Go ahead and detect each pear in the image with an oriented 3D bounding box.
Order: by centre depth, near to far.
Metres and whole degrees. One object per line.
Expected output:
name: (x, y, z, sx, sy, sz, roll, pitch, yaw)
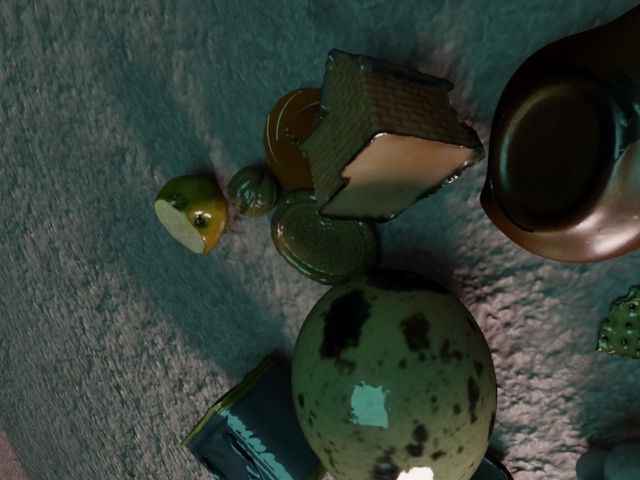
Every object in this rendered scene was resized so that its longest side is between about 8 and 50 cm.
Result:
pear: (-0.218, -0.055, 0.876, 0.141, 0.104, 0.141, 34, 152, 21)

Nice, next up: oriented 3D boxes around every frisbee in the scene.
frisbee: (-0.011, -0.131, 0.749, 0.192, 0.035, 0.192, 15, 123, 23)

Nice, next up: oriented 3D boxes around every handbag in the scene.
handbag: (-0.110, 0.401, 0.992, 0.241, 0.222, 0.263, 46, 129, 7)

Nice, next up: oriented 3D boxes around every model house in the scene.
model house: (0.067, -0.138, 0.613, 0.183, 0.166, 0.172, -44, 53, 49)

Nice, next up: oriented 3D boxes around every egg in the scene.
egg: (0.106, 0.219, 0.709, 0.287, 0.287, 0.379, -2, 114, 32)

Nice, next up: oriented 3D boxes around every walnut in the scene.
walnut: (-0.111, -0.079, 0.811, 0.092, 0.092, 0.092, 15, 123, 24)

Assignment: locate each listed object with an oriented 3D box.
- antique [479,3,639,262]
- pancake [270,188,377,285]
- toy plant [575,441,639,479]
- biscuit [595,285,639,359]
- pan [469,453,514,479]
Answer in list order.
antique: (0.273, -0.095, 0.504, 0.224, 0.129, 0.278, 66, 150, 21)
pancake: (0.001, -0.001, 0.809, 0.199, 0.021, 0.199, 17, 131, 20)
toy plant: (0.460, 0.413, 0.656, 0.247, 0.247, 0.332, -11, 106, 35)
biscuit: (0.462, 0.102, 0.603, 0.203, 0.016, 0.144, 9, 120, 26)
pan: (0.290, 0.393, 0.848, 0.128, 0.048, 0.202, 25, 116, 31)
